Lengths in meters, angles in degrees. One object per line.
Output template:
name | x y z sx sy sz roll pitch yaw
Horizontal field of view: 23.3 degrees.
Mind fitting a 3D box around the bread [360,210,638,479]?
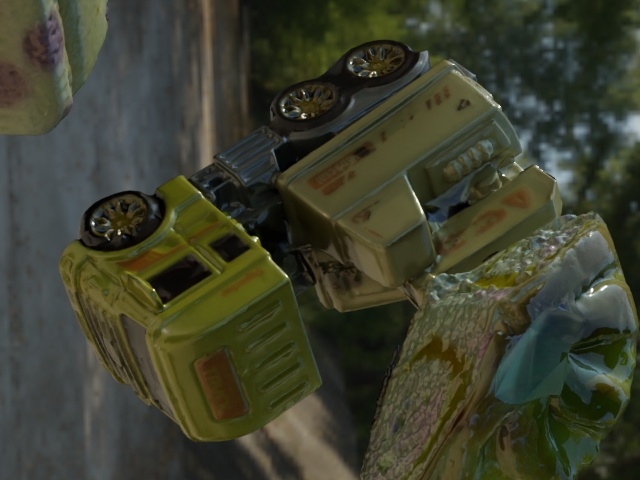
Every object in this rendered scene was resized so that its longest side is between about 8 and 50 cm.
bread | 0.149 0.095 1.097 0.261 0.156 0.158 -69 -161 -7

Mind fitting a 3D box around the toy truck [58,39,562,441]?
toy truck | 0.000 0.000 1.321 0.254 0.405 0.181 38 -27 46

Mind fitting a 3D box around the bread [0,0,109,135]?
bread | -0.289 -0.277 1.374 0.338 0.155 0.187 89 15 -48
